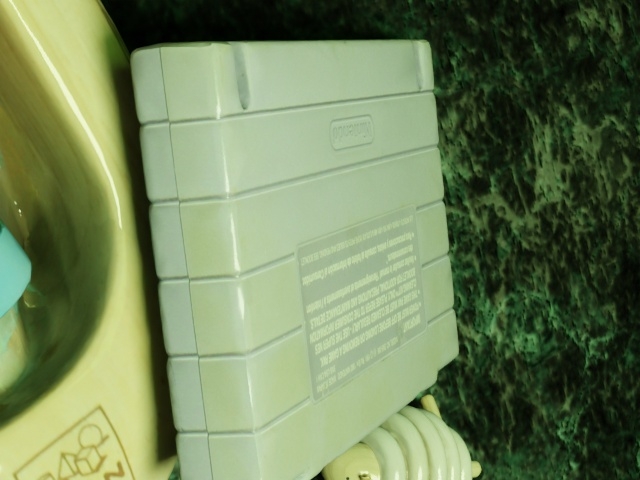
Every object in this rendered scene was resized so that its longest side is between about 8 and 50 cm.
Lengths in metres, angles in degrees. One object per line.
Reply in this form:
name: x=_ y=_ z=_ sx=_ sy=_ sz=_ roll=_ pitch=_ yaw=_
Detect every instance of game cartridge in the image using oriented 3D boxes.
game cartridge: x=0.000 y=0.000 z=0.863 sx=0.355 sy=0.068 sz=0.230 roll=-19 pitch=108 yaw=-68

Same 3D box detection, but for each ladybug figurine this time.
ladybug figurine: x=-0.228 y=-0.017 z=0.718 sx=0.305 sy=0.162 sz=0.449 roll=-38 pitch=113 yaw=-32

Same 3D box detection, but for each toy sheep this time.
toy sheep: x=0.056 y=0.148 z=0.992 sx=0.132 sy=0.091 sz=0.091 roll=2 pitch=89 yaw=-34
